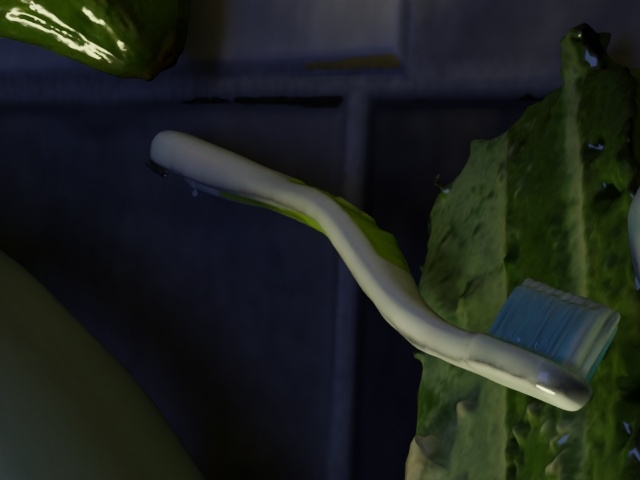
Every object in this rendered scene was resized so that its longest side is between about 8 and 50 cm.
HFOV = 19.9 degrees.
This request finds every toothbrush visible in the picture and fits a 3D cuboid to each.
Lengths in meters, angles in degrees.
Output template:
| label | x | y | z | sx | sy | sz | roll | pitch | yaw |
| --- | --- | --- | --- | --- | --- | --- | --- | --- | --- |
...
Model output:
| label | x | y | z | sx | sy | sz | roll | pitch | yaw |
| --- | --- | --- | --- | --- | --- | --- | --- | --- | --- |
| toothbrush | 0.000 | 0.000 | 0.480 | 0.026 | 0.022 | 0.263 | -59 | 27 | -3 |

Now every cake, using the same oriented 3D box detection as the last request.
| label | x | y | z | sx | sy | sz | roll | pitch | yaw |
| --- | --- | --- | --- | --- | --- | --- | --- | --- | --- |
| cake | 0.074 | 0.075 | 0.415 | 0.100 | 0.099 | 0.235 | -40 | 36 | 46 |

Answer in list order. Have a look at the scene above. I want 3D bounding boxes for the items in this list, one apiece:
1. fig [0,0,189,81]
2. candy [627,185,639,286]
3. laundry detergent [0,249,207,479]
| label | x | y | z | sx | sy | sz | roll | pitch | yaw |
| --- | --- | --- | --- | --- | --- | --- | --- | --- | --- |
| fig | -0.103 | -0.110 | 0.596 | 0.156 | 0.123 | 0.123 | 56 | 136 | 2 |
| candy | 0.126 | 0.038 | 0.309 | 0.138 | 0.071 | 0.174 | -35 | 61 | 40 |
| laundry detergent | -0.104 | 0.130 | 0.576 | 0.398 | 0.125 | 0.264 | 14 | 99 | 51 |
